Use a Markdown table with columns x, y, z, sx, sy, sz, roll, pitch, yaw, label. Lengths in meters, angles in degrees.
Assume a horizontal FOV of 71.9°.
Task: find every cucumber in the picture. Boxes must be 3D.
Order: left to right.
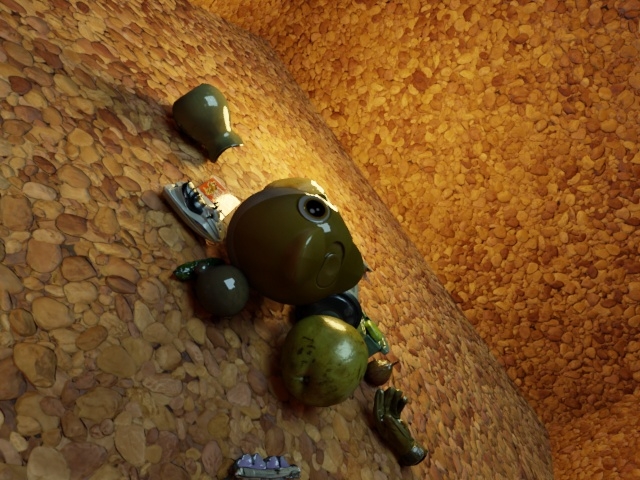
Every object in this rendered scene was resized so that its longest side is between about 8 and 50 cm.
| x | y | z | sx | sy | sz | roll | pitch | yaw | label |
| --- | --- | --- | --- | --- | --- | --- | --- | --- | --- |
| -0.401 | 0.095 | 1.468 | 0.227 | 0.069 | 0.069 | -9 | 64 | -58 | cucumber |

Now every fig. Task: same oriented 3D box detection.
| x | y | z | sx | sy | sz | roll | pitch | yaw | label |
| --- | --- | --- | --- | --- | --- | --- | --- | --- | --- |
| 0.270 | 0.573 | 1.910 | 0.119 | 0.152 | 0.119 | -7 | 90 | -73 | fig |

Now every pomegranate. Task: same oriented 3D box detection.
| x | y | z | sx | sy | sz | roll | pitch | yaw | label |
| --- | --- | --- | --- | --- | --- | --- | --- | --- | --- |
| -0.122 | -0.130 | 1.935 | 0.332 | 0.332 | 0.333 | 40 | 27 | -25 | pomegranate |

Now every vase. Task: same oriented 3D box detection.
| x | y | z | sx | sy | sz | roll | pitch | yaw | label |
| --- | --- | --- | --- | --- | --- | --- | --- | --- | --- |
| -0.498 | -0.524 | 1.983 | 0.303 | 0.240 | 0.329 | 57 | -4 | -19 | vase |

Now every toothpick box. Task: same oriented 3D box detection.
| x | y | z | sx | sy | sz | roll | pitch | yaw | label |
| --- | --- | --- | --- | --- | --- | --- | --- | --- | --- |
| -0.092 | 0.018 | 1.551 | 0.425 | 0.410 | 0.408 | 25 | 1 | 44 | toothpick box |

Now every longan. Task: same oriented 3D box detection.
| x | y | z | sx | sy | sz | roll | pitch | yaw | label |
| --- | --- | --- | --- | --- | --- | --- | --- | --- | --- |
| -0.321 | 0.149 | 1.417 | 0.204 | 0.159 | 0.185 | 45 | 18 | -12 | longan |

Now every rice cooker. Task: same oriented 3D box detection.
| x | y | z | sx | sy | sz | roll | pitch | yaw | label |
| --- | --- | --- | --- | --- | --- | --- | --- | --- | --- |
| 0.034 | 0.249 | 1.779 | 0.316 | 0.264 | 0.317 | 37 | 24 | -20 | rice cooker |

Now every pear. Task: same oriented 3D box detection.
| x | y | z | sx | sy | sz | roll | pitch | yaw | label |
| --- | --- | --- | --- | --- | --- | --- | --- | --- | --- |
| 0.003 | 0.412 | 1.494 | 0.304 | 0.303 | 0.304 | 40 | 27 | -25 | pear |

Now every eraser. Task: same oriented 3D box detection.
| x | y | z | sx | sy | sz | roll | pitch | yaw | label |
| --- | --- | --- | --- | --- | --- | --- | --- | --- | --- |
| -0.428 | -0.165 | 1.794 | 0.157 | 0.038 | 0.230 | 47 | 25 | -11 | eraser |

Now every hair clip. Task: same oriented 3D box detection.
| x | y | z | sx | sy | sz | roll | pitch | yaw | label |
| --- | --- | --- | --- | --- | --- | --- | --- | --- | --- |
| -0.154 | 0.623 | 1.179 | 0.292 | 0.084 | 0.106 | 31 | 27 | -48 | hair clip |

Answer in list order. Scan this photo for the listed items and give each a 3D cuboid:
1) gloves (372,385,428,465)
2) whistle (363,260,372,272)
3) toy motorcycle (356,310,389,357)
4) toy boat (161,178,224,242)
| x | y | z | sx | sy | sz | roll | pitch | yaw | label |
| --- | --- | --- | --- | --- | --- | --- | --- | --- | --- |
| 0.298 | 0.727 | 1.743 | 0.154 | 0.141 | 0.331 | -31 | 94 | -40 | gloves |
| 0.171 | 0.081 | 2.474 | 0.326 | 0.057 | 0.068 | 42 | -16 | -23 | whistle |
| 0.181 | 0.421 | 1.924 | 0.200 | 0.191 | 0.326 | 50 | 11 | -14 | toy motorcycle |
| -0.441 | -0.116 | 1.602 | 0.269 | 0.141 | 0.141 | 38 | 25 | 3 | toy boat |
